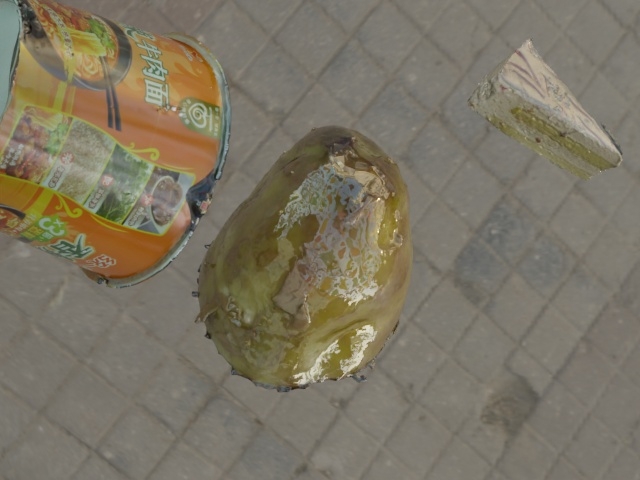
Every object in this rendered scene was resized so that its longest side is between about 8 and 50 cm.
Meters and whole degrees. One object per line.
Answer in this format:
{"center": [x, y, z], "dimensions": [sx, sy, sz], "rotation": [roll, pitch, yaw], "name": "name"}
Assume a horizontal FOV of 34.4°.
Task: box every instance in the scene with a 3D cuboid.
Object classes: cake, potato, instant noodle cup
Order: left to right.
{"center": [-0.212, -0.093, 0.832], "dimensions": [0.182, 0.230, 0.230], "rotation": [21, 80, -44], "name": "instant noodle cup"}
{"center": [0.000, 0.000, 1.271], "dimensions": [0.300, 0.237, 0.289], "rotation": [1, 51, -19], "name": "potato"}
{"center": [0.175, -0.090, 0.802], "dimensions": [0.065, 0.052, 0.121], "rotation": [-35, 82, -38], "name": "cake"}
